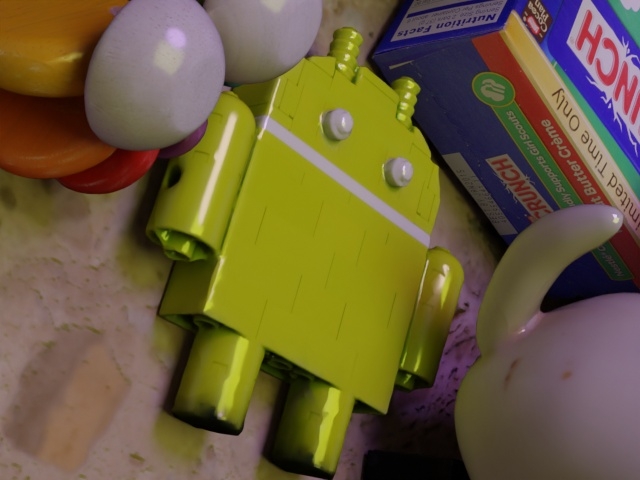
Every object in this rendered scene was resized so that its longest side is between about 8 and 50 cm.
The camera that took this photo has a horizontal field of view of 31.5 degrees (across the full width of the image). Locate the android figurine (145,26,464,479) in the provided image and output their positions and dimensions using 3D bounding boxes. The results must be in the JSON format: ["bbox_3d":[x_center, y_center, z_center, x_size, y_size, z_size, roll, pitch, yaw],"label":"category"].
[{"bbox_3d":[0.000,0.000,0.706,0.248,0.056,0.273,36,63,-38],"label":"android figurine"}]

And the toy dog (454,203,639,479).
[{"bbox_3d":[0.299,0.157,0.637,0.284,0.408,0.395,-17,100,-47],"label":"toy dog"}]

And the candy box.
[{"bbox_3d":[0.211,-0.158,0.890,0.268,0.122,0.317,50,54,-31],"label":"candy box"}]

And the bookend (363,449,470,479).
[{"bbox_3d":[0.096,0.232,0.767,0.157,0.072,0.156,22,72,-44],"label":"bookend"}]

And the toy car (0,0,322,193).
[{"bbox_3d":[-0.098,-0.093,0.567,0.182,0.159,0.136,-40,149,-41],"label":"toy car"}]
